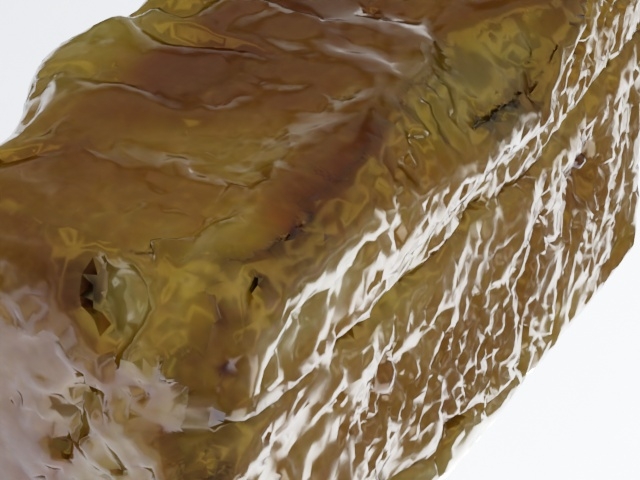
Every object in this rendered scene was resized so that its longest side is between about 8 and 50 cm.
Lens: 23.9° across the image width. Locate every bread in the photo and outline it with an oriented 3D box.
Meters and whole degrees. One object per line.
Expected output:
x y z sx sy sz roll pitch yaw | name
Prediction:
0.000 0.000 0.468 0.132 0.166 0.294 25 -141 23 | bread
